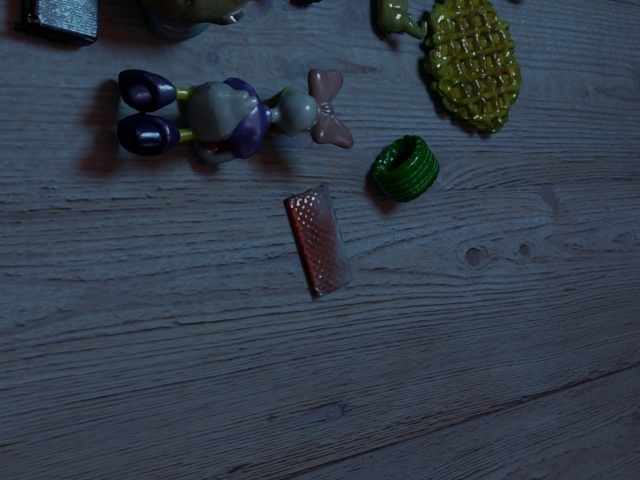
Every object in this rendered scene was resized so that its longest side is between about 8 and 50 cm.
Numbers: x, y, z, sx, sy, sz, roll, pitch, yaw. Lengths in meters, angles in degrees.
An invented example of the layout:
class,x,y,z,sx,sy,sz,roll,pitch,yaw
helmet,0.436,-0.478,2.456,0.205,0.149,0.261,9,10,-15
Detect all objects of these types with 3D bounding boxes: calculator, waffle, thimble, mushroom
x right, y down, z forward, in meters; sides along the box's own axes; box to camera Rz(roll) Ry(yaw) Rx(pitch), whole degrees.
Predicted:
class,x,y,z,sx,sy,sz,roll,pitch,yaw
calculator,-0.264,-0.454,1.469,0.141,0.045,0.246,-35,108,-37
waffle,0.339,-0.401,1.962,0.325,0.068,0.302,33,66,-32
thimble,0.172,-0.143,1.768,0.130,0.118,0.090,-41,119,-6
mushroom,-0.197,-0.455,1.381,0.255,0.184,0.255,20,59,-36

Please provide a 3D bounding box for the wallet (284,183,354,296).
class,x,y,z,sx,sy,sz,roll,pitch,yaw
wallet,0.000,0.000,1.671,0.103,0.020,0.196,-25,103,-40

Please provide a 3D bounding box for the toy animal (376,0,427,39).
class,x,y,z,sx,sy,sz,roll,pitch,yaw
toy animal,0.147,-0.514,1.804,0.101,0.103,0.219,-7,95,-17

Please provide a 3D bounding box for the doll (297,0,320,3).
class,x,y,z,sx,sy,sz,roll,pitch,yaw
doll,-0.034,-0.507,1.663,0.165,0.057,0.139,-42,115,-25

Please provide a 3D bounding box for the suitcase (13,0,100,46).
class,x,y,z,sx,sy,sz,roll,pitch,yaw
suitcase,-0.396,-0.346,1.337,0.126,0.059,0.086,5,84,-40

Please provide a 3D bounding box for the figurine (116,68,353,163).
class,x,y,z,sx,sy,sz,roll,pitch,yaw
figurine,-0.134,-0.215,1.464,0.421,0.193,0.154,-6,87,-45
